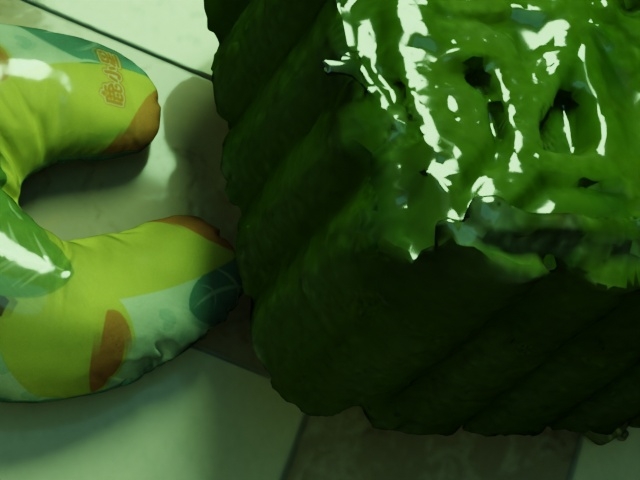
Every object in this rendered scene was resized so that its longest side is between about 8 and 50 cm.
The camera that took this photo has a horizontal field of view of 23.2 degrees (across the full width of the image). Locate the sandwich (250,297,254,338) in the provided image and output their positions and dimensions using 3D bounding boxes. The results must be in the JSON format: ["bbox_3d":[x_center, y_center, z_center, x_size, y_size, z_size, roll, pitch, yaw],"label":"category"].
[{"bbox_3d":[0.000,0.000,0.929,0.074,0.074,0.116,4,71,-13],"label":"sandwich"}]

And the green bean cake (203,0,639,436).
[{"bbox_3d":[0.111,-0.069,0.857,0.335,0.218,0.319,6,59,-30],"label":"green bean cake"}]

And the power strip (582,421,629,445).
[{"bbox_3d":[0.142,0.060,0.968,0.169,0.028,0.076,35,66,0],"label":"power strip"}]

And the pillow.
[{"bbox_3d":[-0.168,-0.020,0.899,0.214,0.086,0.233,-18,74,-29],"label":"pillow"}]
